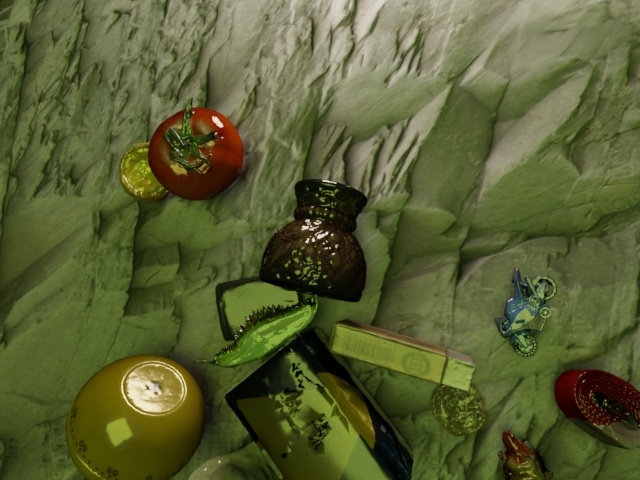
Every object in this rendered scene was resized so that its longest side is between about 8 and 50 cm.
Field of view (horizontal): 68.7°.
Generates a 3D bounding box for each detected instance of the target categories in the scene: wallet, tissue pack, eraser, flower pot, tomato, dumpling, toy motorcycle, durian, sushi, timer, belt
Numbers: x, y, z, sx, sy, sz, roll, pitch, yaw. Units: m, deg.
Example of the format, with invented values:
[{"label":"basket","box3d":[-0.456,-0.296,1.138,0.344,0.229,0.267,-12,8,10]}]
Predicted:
[{"label":"wallet","box3d":[-0.168,0.183,1.313,0.245,0.052,0.168,-10,85,10]},{"label":"tissue pack","box3d":[0.001,0.449,1.147,0.264,0.253,0.416,-40,76,9]},{"label":"eraser","box3d":[0.200,0.278,1.159,0.344,0.144,0.078,14,89,16]},{"label":"flower pot","box3d":[0.000,0.000,1.182,0.267,0.266,0.267,11,78,15]},{"label":"tomato","box3d":[-0.336,-0.235,1.285,0.256,0.224,0.255,0,84,4]},{"label":"dumpling","box3d":[-0.163,0.629,1.195,0.318,0.187,0.242,33,53,-7]},{"label":"toy motorcycle","box3d":[0.489,0.173,1.130,0.114,0.076,0.205,18,91,22]},{"label":"durian","box3d":[-0.155,0.246,1.230,0.375,0.106,0.132,-32,88,12]},{"label":"sushi","box3d":[0.490,0.553,1.095,0.097,0.103,0.226,-24,83,39]},{"label":"timer","box3d":[-0.493,0.501,1.250,0.376,0.376,0.387,42,120,13]},{"label":"belt","box3d":[0.634,0.375,1.052,0.201,0.124,0.128,37,77,9]}]

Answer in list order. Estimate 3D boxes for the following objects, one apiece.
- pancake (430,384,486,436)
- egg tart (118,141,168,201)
[{"label":"pancake","box3d":[0.346,0.420,1.174,0.140,0.022,0.139,-1,86,15]},{"label":"egg tart","box3d":[-0.511,-0.203,1.409,0.191,0.074,0.191,-1,87,14]}]
